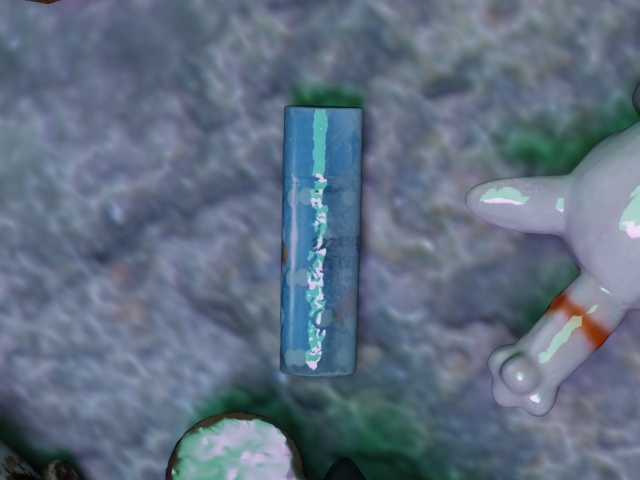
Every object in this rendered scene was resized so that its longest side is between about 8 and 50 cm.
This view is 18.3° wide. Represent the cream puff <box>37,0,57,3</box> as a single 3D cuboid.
[{"bbox_3d":[-0.105,-0.229,1.124,0.169,0.183,0.183,-5,94,-17],"label":"cream puff"}]

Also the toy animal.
[{"bbox_3d":[0.200,-0.026,1.098,0.282,0.138,0.140,-35,81,16],"label":"toy animal"}]

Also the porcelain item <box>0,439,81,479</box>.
[{"bbox_3d":[-0.268,0.142,1.176,0.186,0.138,0.288,-35,87,20],"label":"porcelain item"}]

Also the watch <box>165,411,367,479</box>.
[{"bbox_3d":[-0.033,0.288,1.051,0.314,0.327,0.335,41,99,4],"label":"watch"}]

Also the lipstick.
[{"bbox_3d":[0.000,0.000,1.166,0.048,0.048,0.158,2,95,8],"label":"lipstick"}]
